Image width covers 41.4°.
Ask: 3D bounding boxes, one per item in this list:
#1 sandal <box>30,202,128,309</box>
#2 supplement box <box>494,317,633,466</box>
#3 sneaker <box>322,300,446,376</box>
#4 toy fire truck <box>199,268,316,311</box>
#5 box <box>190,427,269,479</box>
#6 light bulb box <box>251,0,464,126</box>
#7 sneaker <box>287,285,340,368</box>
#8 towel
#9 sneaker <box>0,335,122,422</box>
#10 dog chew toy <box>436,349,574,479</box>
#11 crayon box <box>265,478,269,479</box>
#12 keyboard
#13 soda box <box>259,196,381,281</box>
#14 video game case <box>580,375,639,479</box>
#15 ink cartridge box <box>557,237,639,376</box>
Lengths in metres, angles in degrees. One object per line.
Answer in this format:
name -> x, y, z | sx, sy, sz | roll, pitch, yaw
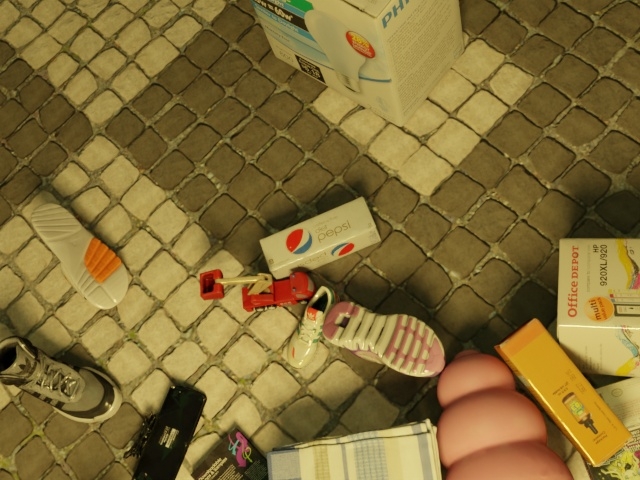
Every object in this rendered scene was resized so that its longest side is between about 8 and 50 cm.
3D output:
sandal -> -0.481, 0.035, 1.700 | 0.102, 0.076, 0.265 | -34, 74, -28
supplement box -> 0.377, 0.236, 1.327 | 0.078, 0.080, 0.233 | -37, 79, -3
sneaker -> 0.120, 0.179, 1.465 | 0.236, 0.104, 0.095 | 17, 70, 37
toy fire truck -> -0.112, 0.086, 1.556 | 0.191, 0.135, 0.047 | -10, 66, 10
box -> -0.135, 0.425, 1.480 | 0.116, 0.029, 0.162 | -45, 66, -8
light bulb box -> 0.061, -0.462, 1.619 | 0.357, 0.361, 0.225 | 33, 78, 24
sneaker -> -0.020, 0.153, 1.539 | 0.057, 0.075, 0.161 | 24, 75, 22
towel -> 0.055, 0.401, 1.303 | 0.284, 0.034, 0.209 | -14, 68, 18
sneaker -> -0.507, 0.256, 1.572 | 0.268, 0.153, 0.101 | 18, 73, 20
dog chew toy -> 0.272, 0.329, 1.334 | 0.206, 0.207, 0.332 | -17, 57, 7
crayon box -> 0.048, 0.460, 1.373 | 0.322, 0.083, 0.203 | -17, 69, 2
keyboard -> -0.286, 0.358, 1.550 | 0.100, 0.038, 0.192 | 23, 72, -3
soda box -> 0.000, 0.000, 1.602 | 0.216, 0.069, 0.074 | -23, 64, 3
video game case -> 0.532, 0.321, 1.352 | 0.232, 0.042, 0.210 | -19, 64, 5
ink cartridge box -> 0.500, 0.108, 1.356 | 0.232, 0.168, 0.171 | 0, 56, 19
